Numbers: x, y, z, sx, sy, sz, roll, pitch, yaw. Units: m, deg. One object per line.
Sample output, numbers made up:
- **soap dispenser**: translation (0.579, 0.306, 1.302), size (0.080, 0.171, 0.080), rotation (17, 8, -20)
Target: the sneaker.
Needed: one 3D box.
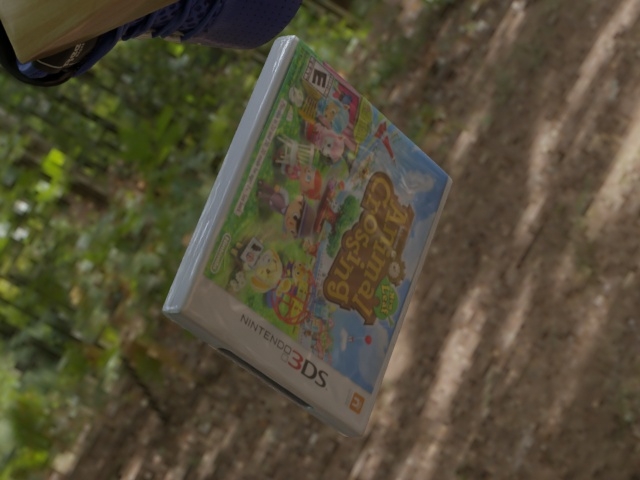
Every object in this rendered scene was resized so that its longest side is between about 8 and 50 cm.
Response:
- **sneaker**: translation (-0.155, -0.173, 1.073), size (0.127, 0.315, 0.182), rotation (-48, 42, 33)

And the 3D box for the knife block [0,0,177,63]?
- **knife block**: translation (-0.078, -0.191, 0.814), size (0.276, 0.088, 0.242), rotation (-22, 2, 5)

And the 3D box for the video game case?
- **video game case**: translation (0.000, 0.000, 1.050), size (0.023, 0.193, 0.212), rotation (-1, 60, 44)
